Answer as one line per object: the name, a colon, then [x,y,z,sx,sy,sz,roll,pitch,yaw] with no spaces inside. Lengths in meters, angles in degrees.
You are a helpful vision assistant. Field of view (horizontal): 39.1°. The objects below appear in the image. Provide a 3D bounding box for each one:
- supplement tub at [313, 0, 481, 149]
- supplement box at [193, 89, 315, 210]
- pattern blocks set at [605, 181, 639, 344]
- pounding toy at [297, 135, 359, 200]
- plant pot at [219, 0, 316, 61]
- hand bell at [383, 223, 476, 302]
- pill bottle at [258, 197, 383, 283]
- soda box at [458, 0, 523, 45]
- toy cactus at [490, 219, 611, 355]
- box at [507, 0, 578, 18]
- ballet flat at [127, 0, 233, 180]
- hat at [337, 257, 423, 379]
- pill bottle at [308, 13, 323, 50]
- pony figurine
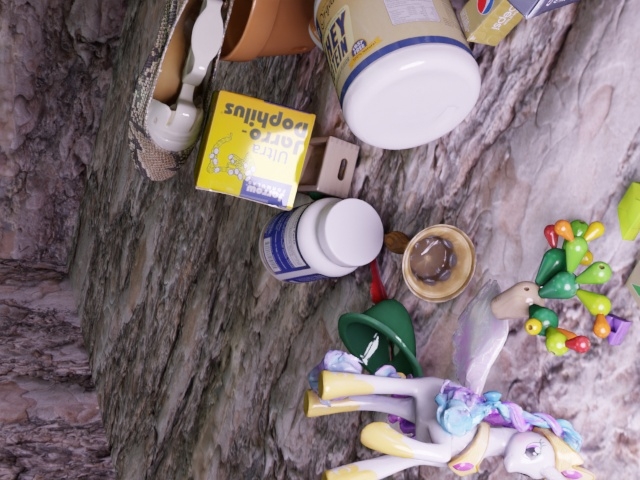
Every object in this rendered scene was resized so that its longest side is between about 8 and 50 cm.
supplement tub: [0.115,-0.336,1.494,0.228,0.228,0.316,-52,43,46]
supplement box: [-0.147,-0.196,1.870,0.356,0.194,0.195,-133,57,-77]
pattern blocks set: [0.424,0.044,1.045,0.325,0.026,0.286,110,153,-49]
pounding toy: [0.013,-0.126,1.816,0.130,0.100,0.141,6,81,61]
plant pot: [-0.106,-0.520,1.946,0.291,0.203,0.291,-12,76,61]
hand bell: [0.158,0.017,1.539,0.242,0.126,0.126,-147,64,-72]
pill bottle: [0.000,0.000,1.745,0.264,0.153,0.153,-13,76,60]
soda box: [0.287,-0.373,1.357,0.181,0.061,0.058,-45,49,50]
toy cactus: [0.297,0.065,1.191,0.180,0.112,0.219,-27,43,45]
box: [0.249,-0.457,1.056,0.343,0.312,0.179,48,135,15]
ballet flat: [-0.280,-0.340,1.852,0.182,0.164,0.483,34,110,57]
hat: [0.145,0.131,1.600,0.208,0.183,0.173,46,150,-1]
pill bottle: [0.071,-0.459,1.700,0.216,0.121,0.121,-58,39,42]
pony figurine: [0.167,0.242,1.283,0.351,0.363,0.303,-109,25,-62]
